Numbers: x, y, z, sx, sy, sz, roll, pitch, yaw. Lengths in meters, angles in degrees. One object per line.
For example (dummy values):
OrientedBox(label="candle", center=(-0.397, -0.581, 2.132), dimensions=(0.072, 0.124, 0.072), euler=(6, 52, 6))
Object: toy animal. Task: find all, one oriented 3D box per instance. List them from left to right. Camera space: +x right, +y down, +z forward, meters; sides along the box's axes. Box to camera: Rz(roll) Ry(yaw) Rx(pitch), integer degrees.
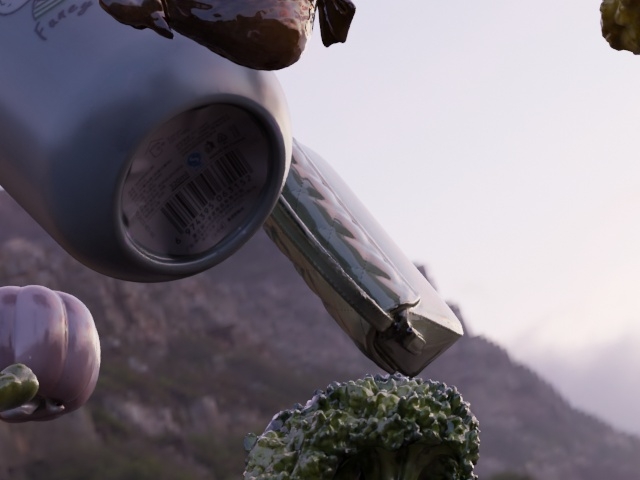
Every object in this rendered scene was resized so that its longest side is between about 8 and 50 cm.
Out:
OrientedBox(label="toy animal", center=(-0.061, -0.170, 1.000), dimensions=(0.179, 0.188, 0.089), euler=(-1, -41, -31))

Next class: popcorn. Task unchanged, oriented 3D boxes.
OrientedBox(label="popcorn", center=(0.284, -0.202, 1.465), dimensions=(0.084, 0.084, 0.084), euler=(-16, -20, -6))

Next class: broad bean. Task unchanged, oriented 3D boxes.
OrientedBox(label="broad bean", center=(-0.347, 0.165, 1.850), dimensions=(0.083, 0.045, 0.063), euler=(-28, -8, -31))

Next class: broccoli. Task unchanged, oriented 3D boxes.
OrientedBox(label="broccoli", center=(0.023, 0.265, 1.631), dimensions=(0.235, 0.288, 0.260), euler=(14, 24, 15))

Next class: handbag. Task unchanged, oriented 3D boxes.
OrientedBox(label="handbag", center=(0.000, 0.000, 1.418), dimensions=(0.079, 0.256, 0.219), euler=(-43, -28, 7))

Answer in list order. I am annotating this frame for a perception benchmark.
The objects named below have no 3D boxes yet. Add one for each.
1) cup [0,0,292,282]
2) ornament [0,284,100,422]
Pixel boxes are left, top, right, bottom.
OrientedBox(label="cup", center=(-0.165, -0.112, 1.272), dimensions=(0.205, 0.312, 0.205), euler=(-20, -51, -28))
OrientedBox(label="ornament", center=(-0.345, 0.142, 2.004), dimensions=(0.177, 0.177, 0.177), euler=(-16, -20, -6))
